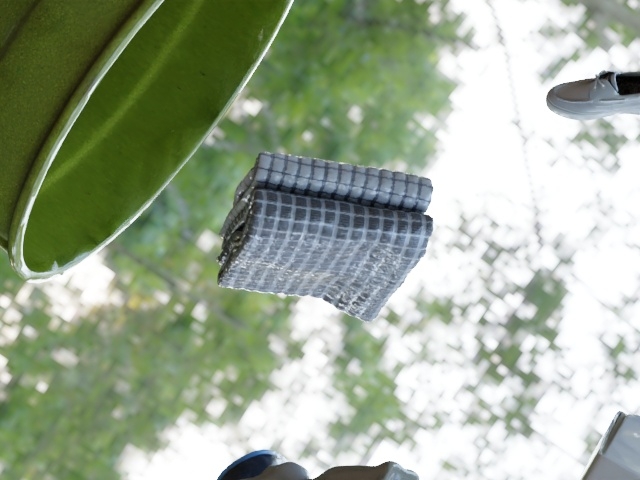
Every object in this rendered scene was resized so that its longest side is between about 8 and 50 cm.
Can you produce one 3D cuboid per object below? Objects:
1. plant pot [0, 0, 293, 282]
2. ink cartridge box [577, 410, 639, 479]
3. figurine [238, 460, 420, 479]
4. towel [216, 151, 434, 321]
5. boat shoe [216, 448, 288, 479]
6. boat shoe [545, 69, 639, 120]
[{"bbox_3d":[-0.251,-0.219,1.508,0.366,0.353,0.366,-51,171,-11],"label":"plant pot"},{"bbox_3d":[0.300,0.331,1.818,0.273,0.198,0.115,-66,169,24],"label":"ink cartridge box"},{"bbox_3d":[0.042,0.285,1.960,0.209,0.215,0.092,-1,-116,48],"label":"figurine"},{"bbox_3d":[0.000,0.000,2.418,0.284,0.235,0.121,120,-26,-65],"label":"towel"},{"bbox_3d":[-0.045,0.315,2.116,0.109,0.258,0.089,-27,-123,-3],"label":"boat shoe"},{"bbox_3d":[0.393,-0.200,2.569,0.184,0.063,0.066,5,-126,16],"label":"boat shoe"}]
